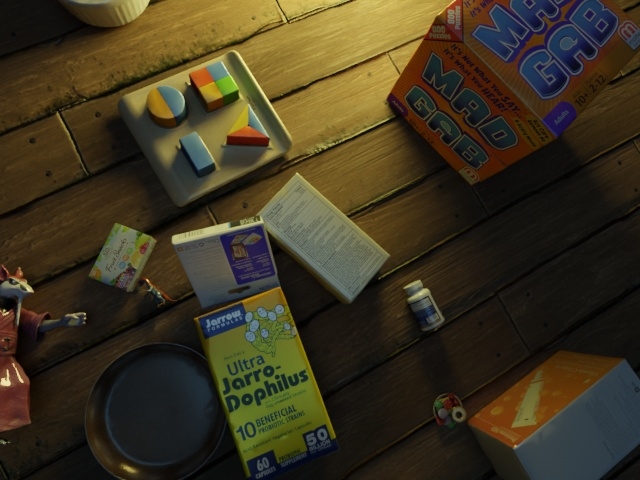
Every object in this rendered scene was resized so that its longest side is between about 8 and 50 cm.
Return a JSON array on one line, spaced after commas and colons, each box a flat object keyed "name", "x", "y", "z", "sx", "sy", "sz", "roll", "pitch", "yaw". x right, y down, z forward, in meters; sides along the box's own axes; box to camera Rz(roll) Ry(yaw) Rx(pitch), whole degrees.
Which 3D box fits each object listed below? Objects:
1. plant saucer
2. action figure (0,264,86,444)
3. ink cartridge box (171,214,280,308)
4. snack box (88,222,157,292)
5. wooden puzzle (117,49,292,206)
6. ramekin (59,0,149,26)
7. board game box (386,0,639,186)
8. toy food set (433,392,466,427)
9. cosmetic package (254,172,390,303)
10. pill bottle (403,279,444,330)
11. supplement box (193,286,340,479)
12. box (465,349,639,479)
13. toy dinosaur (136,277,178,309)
[{"name": "plant saucer", "x": -0.368, "y": 0.391, "z": 0.943, "sx": 0.311, "sy": 0.050, "sz": 0.310, "roll": 1, "pitch": 81, "yaw": -6}, {"name": "action figure", "x": -0.708, "y": 0.237, "z": 0.888, "sx": 0.276, "sy": 0.248, "sz": 0.369, "roll": -14, "pitch": 65, "yaw": 32}, {"name": "ink cartridge box", "x": -0.215, "y": 0.054, "z": 0.978, "sx": 0.207, "sy": 0.045, "sz": 0.208, "roll": -14, "pitch": 127, "yaw": -6}, {"name": "snack box", "x": -0.474, "y": 0.042, "z": 0.988, "sx": 0.100, "sy": 0.037, "sz": 0.141, "roll": 20, "pitch": 78, "yaw": 3}, {"name": "wooden puzzle", "x": -0.294, "y": -0.302, "z": 1.051, "sx": 0.348, "sy": 0.080, "sz": 0.322, "roll": -31, "pitch": 87, "yaw": -11}, {"name": "ramekin", "x": -0.565, "y": -0.681, "z": 1.049, "sx": 0.273, "sy": 0.127, "sz": 0.272, "roll": 1, "pitch": 82, "yaw": -8}, {"name": "board game box", "x": 0.456, "y": -0.422, "z": 1.038, "sx": 0.356, "sy": 0.356, "sz": 0.356, "roll": -44, "pitch": 89, "yaw": -12}, {"name": "toy food set", "x": 0.328, "y": 0.436, "z": 1.053, "sx": 0.083, "sy": 0.020, "sz": 0.083, "roll": -20, "pitch": 85, "yaw": -11}, {"name": "cosmetic package", "x": 0.000, "y": 0.000, "z": 1.029, "sx": 0.309, "sy": 0.113, "sz": 0.160, "roll": 42, "pitch": 78, "yaw": 1}, {"name": "pill bottle", "x": 0.264, "y": 0.166, "z": 1.063, "sx": 0.067, "sy": 0.067, "sz": 0.120, "roll": -26, "pitch": 85, "yaw": -11}, {"name": "supplement box", "x": -0.121, "y": 0.305, "z": 0.921, "sx": 0.194, "sy": 0.195, "sz": 0.356, "roll": -20, "pitch": 84, "yaw": -11}, {"name": "box", "x": 0.575, "y": 0.437, "z": 0.991, "sx": 0.345, "sy": 0.215, "sz": 0.168, "roll": -31, "pitch": 86, "yaw": -12}, {"name": "toy dinosaur", "x": -0.406, "y": 0.125, "z": 0.999, "sx": 0.090, "sy": 0.047, "sz": 0.082, "roll": -9, "pitch": 71, "yaw": -43}]
